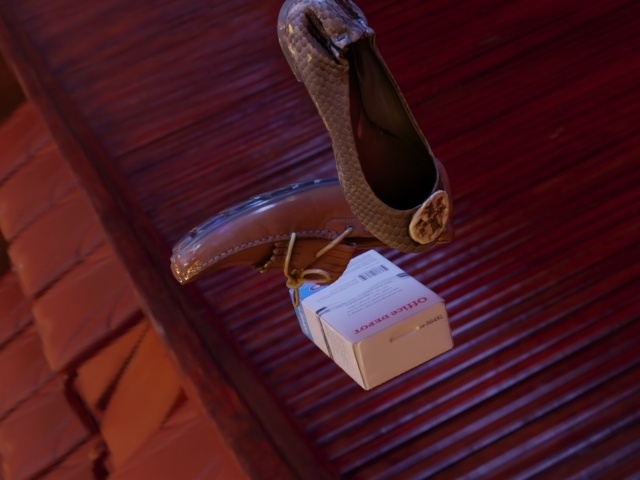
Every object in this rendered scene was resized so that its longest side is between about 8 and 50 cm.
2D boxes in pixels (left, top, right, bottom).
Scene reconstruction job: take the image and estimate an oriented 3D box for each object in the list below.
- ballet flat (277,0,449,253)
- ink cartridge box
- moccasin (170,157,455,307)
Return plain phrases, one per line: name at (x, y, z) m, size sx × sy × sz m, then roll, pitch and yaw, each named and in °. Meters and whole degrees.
ballet flat at (0.046, -0.083, 0.838) m, size 0.058 × 0.084 × 0.250 m, roll 12°, pitch 141°, yaw 44°
ink cartridge box at (0.070, 0.108, 1.561) m, size 0.203 × 0.148 × 0.086 m, roll 38°, pitch 148°, yaw 56°
moccasin at (-0.002, 0.001, 1.376) m, size 0.139 × 0.380 × 0.147 m, roll -18°, pitch 85°, yaw 59°
